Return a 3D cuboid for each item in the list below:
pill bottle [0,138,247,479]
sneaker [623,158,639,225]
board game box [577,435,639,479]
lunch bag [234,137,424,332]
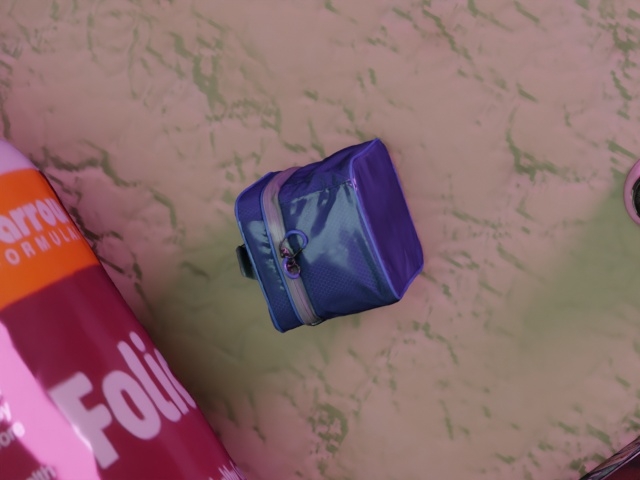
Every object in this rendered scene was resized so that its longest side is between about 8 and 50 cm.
[{"bbox_3d":[-0.169,0.096,0.845,0.224,0.224,0.392,-35,88,13],"label":"pill bottle"},{"bbox_3d":[0.188,-0.026,0.843,0.119,0.057,0.047,-15,90,12],"label":"sneaker"},{"bbox_3d":[0.092,0.189,0.803,0.030,0.260,0.136,-28,90,54],"label":"board game box"},{"bbox_3d":[0.000,0.000,0.863,0.065,0.098,0.067,-18,96,16],"label":"lunch bag"}]
